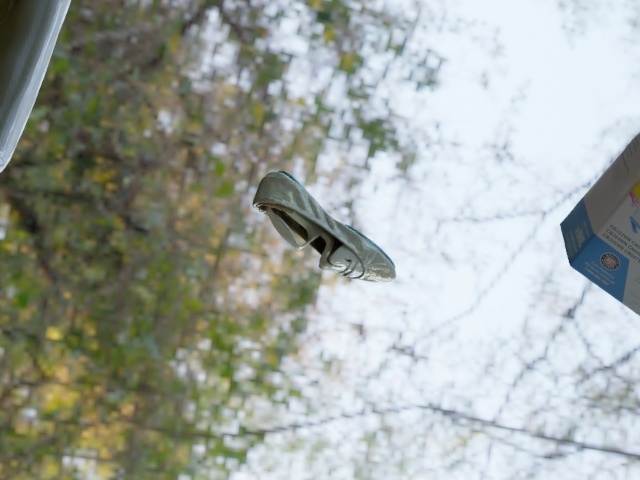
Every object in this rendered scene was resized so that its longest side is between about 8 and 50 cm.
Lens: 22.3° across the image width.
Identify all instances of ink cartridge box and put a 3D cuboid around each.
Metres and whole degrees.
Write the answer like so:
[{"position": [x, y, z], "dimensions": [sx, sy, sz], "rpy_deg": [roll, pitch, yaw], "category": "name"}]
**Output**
[{"position": [0.249, -0.026, 1.130], "dimensions": [0.143, 0.092, 0.090], "rpy_deg": [-53, -173, 18], "category": "ink cartridge box"}]

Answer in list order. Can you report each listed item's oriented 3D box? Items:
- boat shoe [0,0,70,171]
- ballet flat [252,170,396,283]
[{"position": [-0.066, -0.175, 0.496], "dimensions": [0.156, 0.136, 0.367], "rpy_deg": [10, -118, 20], "category": "boat shoe"}, {"position": [0.000, 0.000, 1.609], "dimensions": [0.052, 0.168, 0.057], "rpy_deg": [-56, -170, -32], "category": "ballet flat"}]
